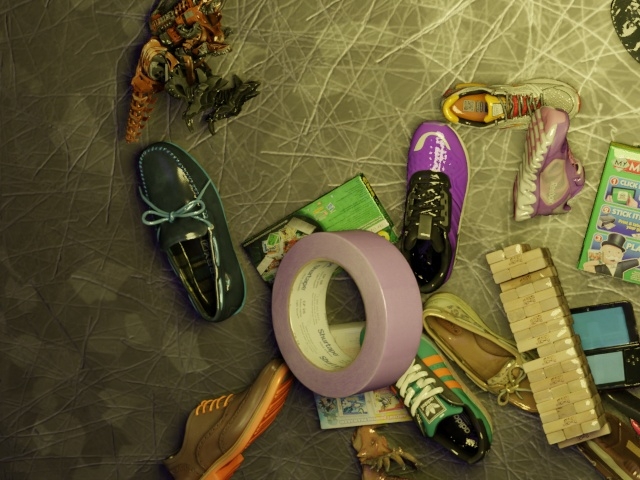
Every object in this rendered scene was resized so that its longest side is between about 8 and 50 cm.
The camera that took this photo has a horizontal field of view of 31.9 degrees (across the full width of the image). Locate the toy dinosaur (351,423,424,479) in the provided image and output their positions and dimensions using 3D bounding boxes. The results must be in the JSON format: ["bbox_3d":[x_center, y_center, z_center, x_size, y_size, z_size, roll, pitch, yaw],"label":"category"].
[{"bbox_3d":[0.165,0.467,2.014,0.296,0.127,0.200,26,105,2],"label":"toy dinosaur"}]

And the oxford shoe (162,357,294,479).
[{"bbox_3d":[-0.177,0.337,2.075,0.133,0.130,0.363,40,113,9],"label":"oxford shoe"}]

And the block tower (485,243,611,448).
[{"bbox_3d":[0.372,0.167,1.822,0.091,0.097,0.335,-21,82,21],"label":"block tower"}]

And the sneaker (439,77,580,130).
[{"bbox_3d":[0.300,-0.208,1.788,0.225,0.093,0.088,-2,104,16],"label":"sneaker"}]

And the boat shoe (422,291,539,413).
[{"bbox_3d":[0.284,0.206,1.913,0.285,0.089,0.104,37,112,4],"label":"boat shoe"}]

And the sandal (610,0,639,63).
[{"bbox_3d":[0.631,-0.250,1.667,0.446,0.107,0.167,38,112,4],"label":"sandal"}]

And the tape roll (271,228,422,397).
[{"bbox_3d":[0.040,0.120,1.866,0.275,0.090,0.274,6,98,47],"label":"tape roll"}]

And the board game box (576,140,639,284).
[{"bbox_3d":[0.590,-0.018,1.774,0.317,0.046,0.213,15,109,10],"label":"board game box"}]

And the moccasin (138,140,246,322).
[{"bbox_3d":[-0.225,-0.016,1.988,0.138,0.117,0.342,-26,97,22],"label":"moccasin"}]

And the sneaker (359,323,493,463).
[{"bbox_3d":[0.184,0.254,1.898,0.302,0.121,0.108,44,104,-5],"label":"sneaker"}]

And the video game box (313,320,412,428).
[{"bbox_3d":[0.082,0.237,2.007,0.205,0.048,0.187,-8,101,18],"label":"video game box"}]

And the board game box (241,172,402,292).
[{"bbox_3d":[0.000,0.000,1.974,0.260,0.030,0.136,-29,94,22],"label":"board game box"}]

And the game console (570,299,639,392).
[{"bbox_3d":[0.455,0.181,1.859,0.144,0.124,0.085,-11,133,20],"label":"game console"}]

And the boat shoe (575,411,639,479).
[{"bbox_3d":[0.530,0.389,1.907,0.257,0.095,0.095,46,148,-7],"label":"boat shoe"}]

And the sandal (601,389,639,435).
[{"bbox_3d":[0.544,0.302,1.881,0.179,0.067,0.040,34,119,13],"label":"sandal"}]

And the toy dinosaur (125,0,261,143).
[{"bbox_3d":[-0.230,-0.300,1.919,0.218,0.164,0.322,44,132,16],"label":"toy dinosaur"}]

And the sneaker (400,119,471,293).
[{"bbox_3d":[0.184,-0.046,1.840,0.102,0.146,0.293,4,107,16],"label":"sneaker"}]

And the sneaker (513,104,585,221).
[{"bbox_3d":[0.371,-0.118,1.765,0.105,0.095,0.236,6,142,3],"label":"sneaker"}]

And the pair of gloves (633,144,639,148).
[{"bbox_3d":[0.519,-0.109,1.795,0.074,0.010,0.083,23,110,10],"label":"pair of gloves"}]
